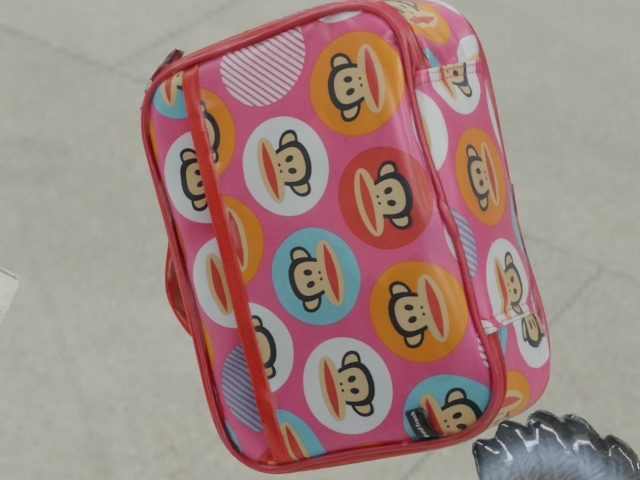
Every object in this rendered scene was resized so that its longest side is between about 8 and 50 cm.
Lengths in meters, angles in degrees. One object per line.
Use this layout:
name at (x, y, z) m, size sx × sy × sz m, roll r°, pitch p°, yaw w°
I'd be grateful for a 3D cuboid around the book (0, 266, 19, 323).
book at (-0.201, 0.045, 0.710) m, size 0.096 × 0.144 × 0.035 m, roll 31°, pitch 38°, yaw -14°

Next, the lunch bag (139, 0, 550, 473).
lunch bag at (0.000, 0.000, 1.124) m, size 0.258 × 0.293 × 0.120 m, roll -14°, pitch 0°, yaw 33°

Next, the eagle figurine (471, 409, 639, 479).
eagle figurine at (0.094, 0.238, 0.816) m, size 0.226 × 0.225 × 0.298 m, roll 5°, pitch 18°, yaw 0°
